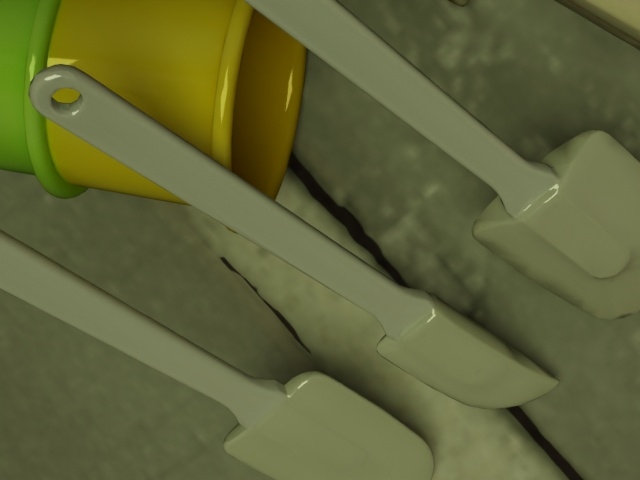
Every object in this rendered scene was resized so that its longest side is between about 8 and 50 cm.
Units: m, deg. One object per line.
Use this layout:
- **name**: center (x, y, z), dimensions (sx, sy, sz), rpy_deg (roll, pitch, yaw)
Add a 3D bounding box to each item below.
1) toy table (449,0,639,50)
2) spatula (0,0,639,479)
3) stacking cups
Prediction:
- **toy table**: center (0.045, -0.166, 0.401), dimensions (0.274, 0.252, 0.161), rpy_deg (35, 93, 28)
- **spatula**: center (0.000, 0.000, 0.480), dimensions (0.168, 0.019, 0.242), rpy_deg (-40, 128, 21)
- **stacking cups**: center (-0.166, -0.073, 0.534), dimensions (0.316, 0.096, 0.096), rpy_deg (10, 104, 14)
